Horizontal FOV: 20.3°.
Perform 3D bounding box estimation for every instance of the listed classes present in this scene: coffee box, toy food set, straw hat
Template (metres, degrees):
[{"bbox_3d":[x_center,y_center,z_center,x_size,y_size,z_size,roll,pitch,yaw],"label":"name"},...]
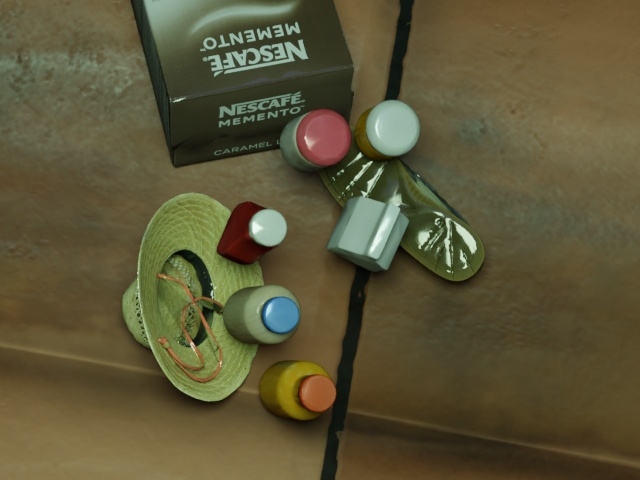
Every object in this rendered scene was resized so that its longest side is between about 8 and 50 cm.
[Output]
[{"bbox_3d":[-0.072,-0.193,1.346,0.141,0.098,0.247,-12,64,-10],"label":"coffee box"},{"bbox_3d":[0.000,0.000,1.202,0.111,0.104,0.232,27,81,-12],"label":"toy food set"},{"bbox_3d":[-0.104,0.042,1.239,0.061,0.144,0.145,-12,55,36],"label":"straw hat"}]

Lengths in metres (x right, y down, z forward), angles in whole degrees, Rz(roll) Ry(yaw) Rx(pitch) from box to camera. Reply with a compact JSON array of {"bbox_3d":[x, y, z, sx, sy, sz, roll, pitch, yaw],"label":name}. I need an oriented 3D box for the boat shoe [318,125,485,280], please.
[{"bbox_3d":[0.056,-0.024,1.297,0.152,0.049,0.056,44,93,11],"label":"boat shoe"}]
